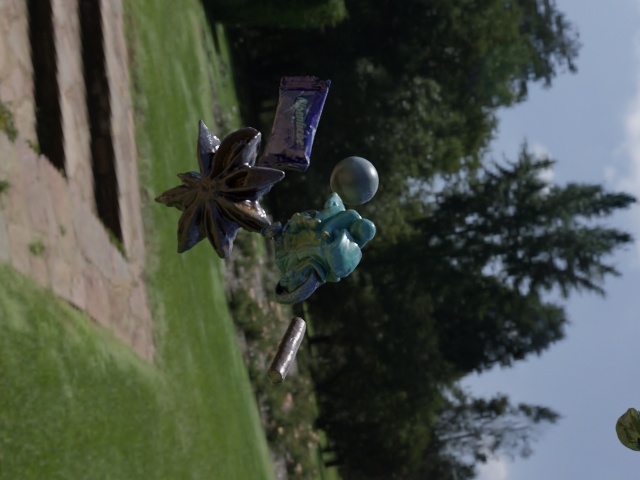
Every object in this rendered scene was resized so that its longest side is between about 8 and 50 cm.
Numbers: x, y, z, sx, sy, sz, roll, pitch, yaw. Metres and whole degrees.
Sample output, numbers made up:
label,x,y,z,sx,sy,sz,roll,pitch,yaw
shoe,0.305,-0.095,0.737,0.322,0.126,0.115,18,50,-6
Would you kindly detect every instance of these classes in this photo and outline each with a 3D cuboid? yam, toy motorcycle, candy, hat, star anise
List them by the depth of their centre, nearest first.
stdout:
label,x,y,z,sx,sy,sz,roll,pitch,yaw
toy motorcycle,0.000,-0.001,1.641,0.109,0.198,0.296,58,10,-24
hat,0.640,0.388,1.840,0.122,0.081,0.166,43,2,9
star anise,-0.224,-0.106,1.996,0.108,0.315,0.315,10,66,-62
yam,-0.083,0.267,2.290,0.241,0.057,0.056,-68,151,-58
candy,-0.068,-0.285,2.317,0.070,0.145,0.275,43,58,-60

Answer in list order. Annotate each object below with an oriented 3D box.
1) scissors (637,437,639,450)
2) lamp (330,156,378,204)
label,x,y,z,sx,sy,sz,roll,pitch,yaw
scissors,0.631,0.520,1.719,0.160,0.024,0.317,14,58,-45
lamp,0.072,-0.125,1.972,0.105,0.105,0.105,169,-90,-89
